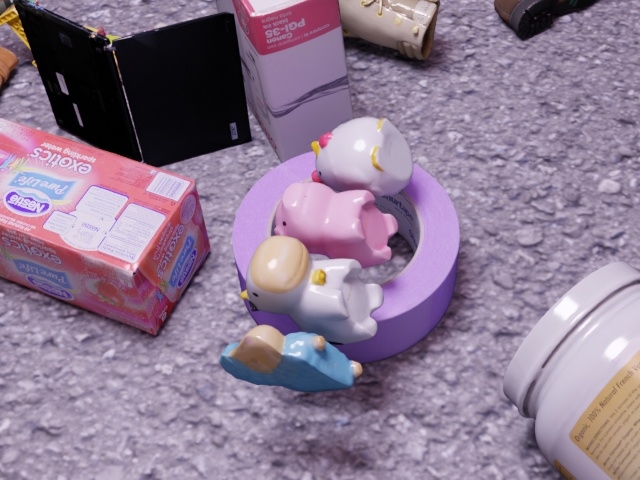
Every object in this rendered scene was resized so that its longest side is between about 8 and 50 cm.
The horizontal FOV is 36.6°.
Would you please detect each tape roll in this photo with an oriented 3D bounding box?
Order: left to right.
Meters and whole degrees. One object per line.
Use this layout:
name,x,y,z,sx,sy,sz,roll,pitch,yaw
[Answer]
tape roll,0.032,0.013,1.194,0.274,0.090,0.275,-1,52,2

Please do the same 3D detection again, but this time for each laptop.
laptop,-0.247,-0.226,1.304,0.264,0.234,0.136,27,57,23

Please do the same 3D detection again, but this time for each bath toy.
bath toy,0.000,0.000,1.077,0.129,0.151,0.348,-15,42,38

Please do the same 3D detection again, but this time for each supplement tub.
supplement tub,0.357,0.191,0.946,0.228,0.228,0.316,-33,58,-20

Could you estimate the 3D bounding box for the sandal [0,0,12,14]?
sandal,-0.628,-0.447,1.580,0.302,0.120,0.086,35,76,26

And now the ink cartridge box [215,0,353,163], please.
ink cartridge box,-0.053,-0.268,1.296,0.117,0.283,0.207,-23,54,-9

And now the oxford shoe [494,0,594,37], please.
oxford shoe,0.367,-0.403,1.501,0.227,0.083,0.096,-27,51,-18

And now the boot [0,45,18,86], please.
boot,-0.567,-0.252,1.450,0.197,0.073,0.152,23,57,6

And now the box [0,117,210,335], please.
box,-0.308,-0.019,1.205,0.299,0.142,0.154,17,55,17

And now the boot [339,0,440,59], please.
boot,0.068,-0.360,1.377,0.203,0.262,0.095,22,71,17

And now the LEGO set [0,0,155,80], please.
LEGO set,-0.374,-0.323,1.452,0.287,0.132,0.107,25,49,-5
